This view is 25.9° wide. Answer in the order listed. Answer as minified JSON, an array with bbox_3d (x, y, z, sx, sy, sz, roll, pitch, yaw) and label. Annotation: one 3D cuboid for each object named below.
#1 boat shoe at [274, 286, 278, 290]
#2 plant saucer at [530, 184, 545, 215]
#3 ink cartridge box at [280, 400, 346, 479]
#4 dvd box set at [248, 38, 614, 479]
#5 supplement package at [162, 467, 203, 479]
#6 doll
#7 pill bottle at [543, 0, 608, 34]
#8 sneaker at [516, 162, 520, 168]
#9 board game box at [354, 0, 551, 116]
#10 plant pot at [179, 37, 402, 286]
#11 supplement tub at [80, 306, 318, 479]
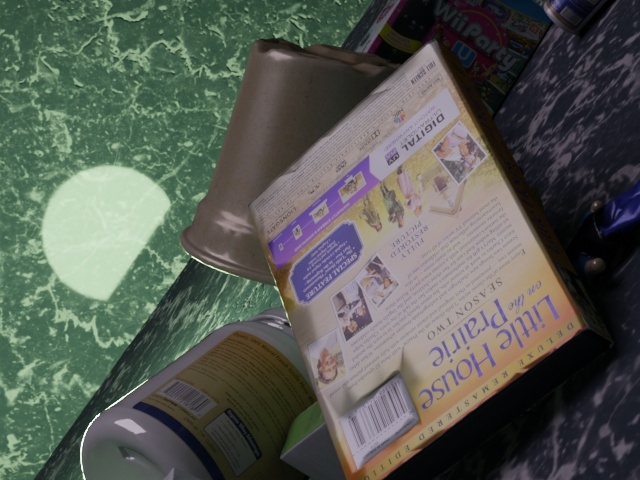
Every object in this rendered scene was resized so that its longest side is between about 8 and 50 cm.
[{"bbox_3d":[0.000,0.000,2.298,0.121,0.119,0.335,-32,6,-31],"label":"boat shoe"},{"bbox_3d":[0.194,0.055,1.603,0.188,0.045,0.188,-40,24,51],"label":"plant saucer"},{"bbox_3d":[0.056,0.214,1.592,0.209,0.109,0.062,-44,17,44],"label":"ink cartridge box"},{"bbox_3d":[0.096,0.028,1.469,0.307,0.062,0.420,-42,47,22],"label":"dvd box set"},{"bbox_3d":[-0.152,0.432,1.533,0.263,0.198,0.199,-49,25,28],"label":"supplement package"},{"bbox_3d":[0.291,-0.007,1.416,0.189,0.046,0.129,-46,14,36],"label":"doll"},{"bbox_3d":[0.378,-0.355,1.964,0.120,0.067,0.067,-49,14,29],"label":"pill bottle"},{"bbox_3d":[0.191,-0.074,1.812,0.107,0.118,0.279,-50,14,17],"label":"sneaker"},{"bbox_3d":[0.183,-0.281,2.149,0.303,0.224,0.097,-58,10,-9],"label":"board game box"},{"bbox_3d":[-0.010,-0.117,1.969,0.334,0.333,0.306,-108,29,-75],"label":"plant pot"},{"bbox_3d":[-0.117,0.240,1.746,0.316,0.228,0.228,-35,-4,-41],"label":"supplement tub"}]
